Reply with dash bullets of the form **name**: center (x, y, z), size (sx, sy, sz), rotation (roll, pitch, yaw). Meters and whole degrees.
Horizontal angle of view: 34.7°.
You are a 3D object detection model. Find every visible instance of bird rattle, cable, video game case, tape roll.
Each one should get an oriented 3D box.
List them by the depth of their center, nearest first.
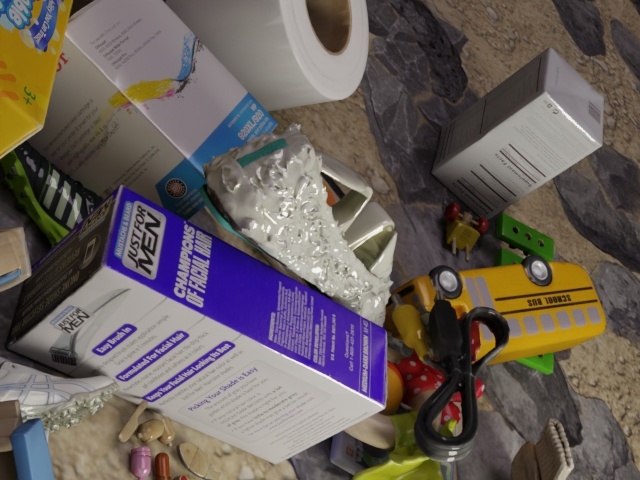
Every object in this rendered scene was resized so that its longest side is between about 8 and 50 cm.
- **cable**: center (0.157, 0.158, 1.181), size (0.139, 0.072, 0.287), rotation (12, 37, -9)
- **bird rattle**: center (0.092, 0.182, 1.220), size (0.207, 0.143, 0.253), rotation (29, 38, -4)
- **video game case**: center (0.098, 0.243, 1.291), size (0.190, 0.022, 0.173), rotation (35, 42, -24)
- **tape roll**: center (-0.062, -0.292, 1.333), size (0.246, 0.169, 0.246), rotation (16, 72, -61)

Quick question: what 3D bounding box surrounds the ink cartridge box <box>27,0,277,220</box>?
- **ink cartridge box**: center (-0.206, -0.135, 1.132), size (0.232, 0.171, 0.168), rotation (46, 39, -12)

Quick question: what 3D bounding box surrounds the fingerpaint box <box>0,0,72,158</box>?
- **fingerpaint box**: center (-0.404, -0.308, 0.928), size (0.371, 0.163, 0.445), rotation (47, 24, -34)

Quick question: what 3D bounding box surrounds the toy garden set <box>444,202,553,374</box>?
- **toy garden set**: center (0.267, 0.068, 1.580), size (0.204, 0.049, 0.244), rotation (25, 53, -21)

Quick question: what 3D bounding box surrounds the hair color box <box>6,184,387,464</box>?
- **hair color box**: center (-0.116, 0.099, 1.040), size (0.339, 0.185, 0.110), rotation (29, 44, -30)

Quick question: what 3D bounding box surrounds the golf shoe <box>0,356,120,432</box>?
- **golf shoe**: center (-0.268, 0.138, 0.950), size (0.176, 0.069, 0.086), rotation (-9, 63, -50)

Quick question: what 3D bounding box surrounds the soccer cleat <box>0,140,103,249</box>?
- **soccer cleat**: center (-0.277, -0.046, 1.076), size (0.072, 0.060, 0.179), rotation (-36, 97, -34)

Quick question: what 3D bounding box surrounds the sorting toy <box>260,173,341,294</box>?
- **sorting toy**: center (0.000, 0.000, 1.357), size (0.193, 0.038, 0.208), rotation (52, 37, -3)

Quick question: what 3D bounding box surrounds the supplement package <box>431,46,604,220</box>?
- **supplement package**: center (0.317, -0.168, 1.651), size (0.134, 0.244, 0.139), rotation (39, 41, -18)

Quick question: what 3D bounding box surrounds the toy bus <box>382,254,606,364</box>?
- **toy bus**: center (0.242, 0.103, 1.437), size (0.333, 0.108, 0.130), rotation (-5, 70, -36)

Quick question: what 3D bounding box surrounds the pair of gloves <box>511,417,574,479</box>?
- **pair of gloves**: center (0.284, 0.363, 1.284), size (0.042, 0.204, 0.240), rotation (-3, 61, -5)

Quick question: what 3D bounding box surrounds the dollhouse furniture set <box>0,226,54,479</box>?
- **dollhouse furniture set**: center (-0.350, 0.162, 0.818), size (0.198, 0.286, 0.303), rotation (-109, -170, -86)

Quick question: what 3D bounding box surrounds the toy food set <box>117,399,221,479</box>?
- **toy food set**: center (-0.158, 0.224, 1.038), size (0.122, 0.019, 0.078), rotation (52, 37, -16)

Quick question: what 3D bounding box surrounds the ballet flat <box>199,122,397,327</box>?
- **ballet flat**: center (0.015, -0.003, 1.111), size (0.409, 0.147, 0.147), rotation (44, 28, -62)

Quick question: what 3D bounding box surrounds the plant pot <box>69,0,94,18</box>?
- **plant pot**: center (-0.283, -0.299, 1.237), size (0.096, 0.109, 0.109), rotation (37, 40, -3)
